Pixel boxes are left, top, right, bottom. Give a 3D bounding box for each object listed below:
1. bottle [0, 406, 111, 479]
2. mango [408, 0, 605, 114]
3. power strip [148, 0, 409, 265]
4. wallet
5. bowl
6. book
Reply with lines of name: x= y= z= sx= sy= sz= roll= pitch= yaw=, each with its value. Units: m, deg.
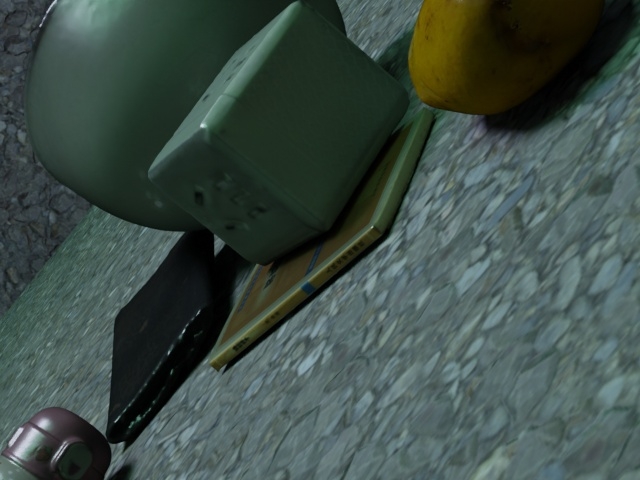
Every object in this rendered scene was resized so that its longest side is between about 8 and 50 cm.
bottle: x=-0.277 y=0.257 z=1.299 sx=0.233 sy=0.110 sz=0.110 roll=-55 pitch=13 yaw=-15
mango: x=0.120 y=-0.154 z=1.031 sx=0.145 sy=0.112 sz=0.219 roll=-58 pitch=9 yaw=-16
power strip: x=-0.022 y=-0.110 z=1.272 sx=0.224 sy=0.139 sz=0.140 roll=-57 pitch=13 yaw=-29
wallet: x=-0.160 y=0.087 z=1.520 sx=0.170 sy=0.044 sz=0.321 roll=-51 pitch=16 yaw=10
bowl: x=-0.101 y=-0.143 z=1.467 sx=0.354 sy=0.354 sz=0.185 roll=-51 pitch=56 yaw=5
book: x=-0.001 y=-0.001 z=1.247 sx=0.242 sy=0.018 sz=0.170 roll=-40 pitch=16 yaw=40
